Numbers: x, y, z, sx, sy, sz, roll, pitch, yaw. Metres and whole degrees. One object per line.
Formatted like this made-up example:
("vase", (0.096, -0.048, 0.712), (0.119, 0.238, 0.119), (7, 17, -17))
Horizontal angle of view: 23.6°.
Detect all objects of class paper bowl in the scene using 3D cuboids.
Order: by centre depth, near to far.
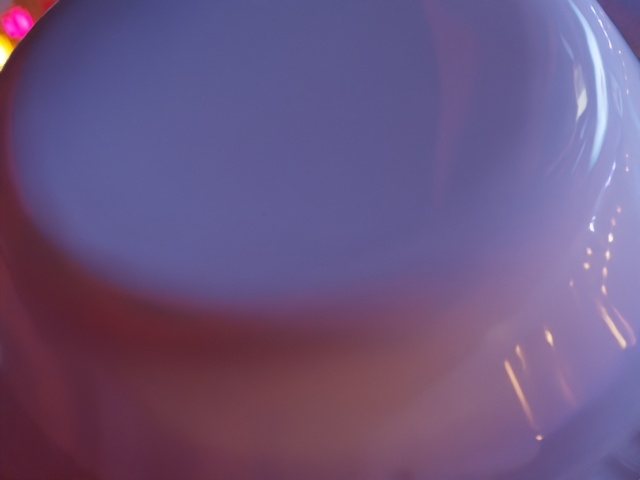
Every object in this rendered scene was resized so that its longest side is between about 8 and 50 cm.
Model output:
("paper bowl", (0.000, 0.000, 0.494), (0.284, 0.148, 0.284), (-6, -130, 7))
